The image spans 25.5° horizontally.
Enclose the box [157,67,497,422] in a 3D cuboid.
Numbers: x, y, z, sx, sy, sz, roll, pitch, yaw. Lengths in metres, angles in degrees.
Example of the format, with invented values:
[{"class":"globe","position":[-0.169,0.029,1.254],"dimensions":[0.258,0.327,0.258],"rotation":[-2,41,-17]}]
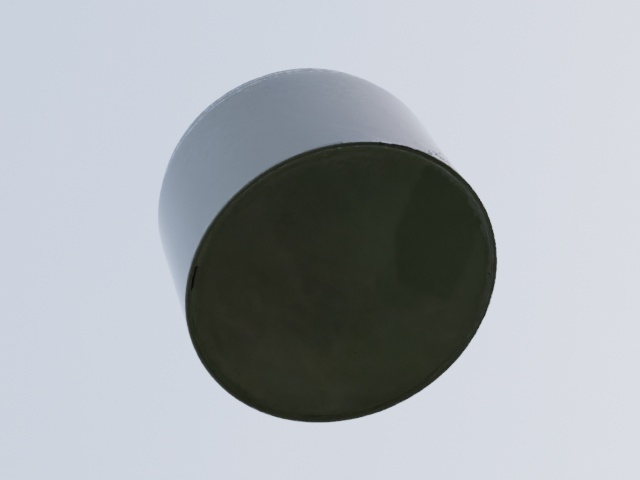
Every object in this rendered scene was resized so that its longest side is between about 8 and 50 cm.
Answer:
[{"class":"box","position":[0.000,0.000,1.044],"dimensions":[0.226,0.149,0.226],"rotation":[-7,-60,-12]}]
